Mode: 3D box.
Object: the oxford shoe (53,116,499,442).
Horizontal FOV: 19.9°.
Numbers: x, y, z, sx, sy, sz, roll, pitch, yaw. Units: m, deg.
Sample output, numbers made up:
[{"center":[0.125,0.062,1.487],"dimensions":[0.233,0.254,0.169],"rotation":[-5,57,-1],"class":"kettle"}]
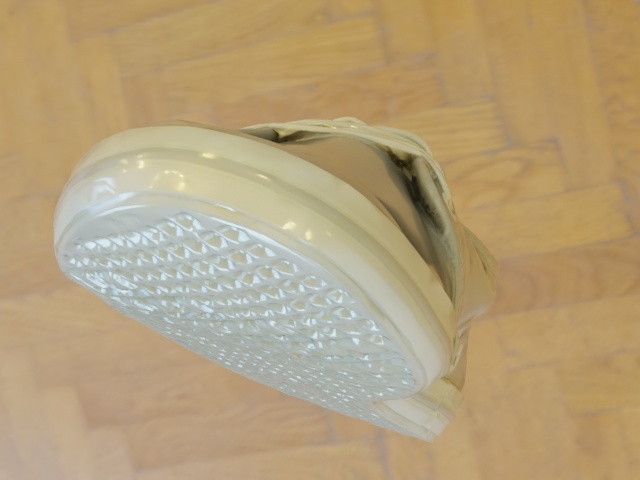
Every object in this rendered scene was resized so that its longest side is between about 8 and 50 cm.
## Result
[{"center":[0.000,0.000,0.806],"dimensions":[0.169,0.449,0.130],"rotation":[20,84,13],"class":"oxford shoe"}]
